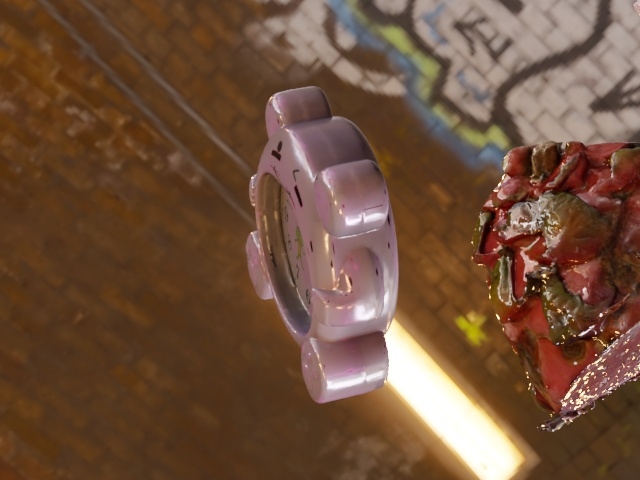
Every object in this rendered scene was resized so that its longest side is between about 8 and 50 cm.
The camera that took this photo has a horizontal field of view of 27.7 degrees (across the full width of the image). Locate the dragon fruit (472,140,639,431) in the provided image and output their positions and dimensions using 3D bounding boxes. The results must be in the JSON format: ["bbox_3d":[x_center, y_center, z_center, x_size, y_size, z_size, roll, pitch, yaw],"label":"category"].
[{"bbox_3d":[0.302,0.008,1.431,0.263,0.314,0.296,53,170,23],"label":"dragon fruit"}]

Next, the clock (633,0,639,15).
[{"bbox_3d":[0.545,-0.393,1.749,0.275,0.290,0.080,9,-137,-52],"label":"clock"}]

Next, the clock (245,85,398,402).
[{"bbox_3d":[0.000,0.000,1.576,0.113,0.322,0.295,-12,-140,-17],"label":"clock"}]
